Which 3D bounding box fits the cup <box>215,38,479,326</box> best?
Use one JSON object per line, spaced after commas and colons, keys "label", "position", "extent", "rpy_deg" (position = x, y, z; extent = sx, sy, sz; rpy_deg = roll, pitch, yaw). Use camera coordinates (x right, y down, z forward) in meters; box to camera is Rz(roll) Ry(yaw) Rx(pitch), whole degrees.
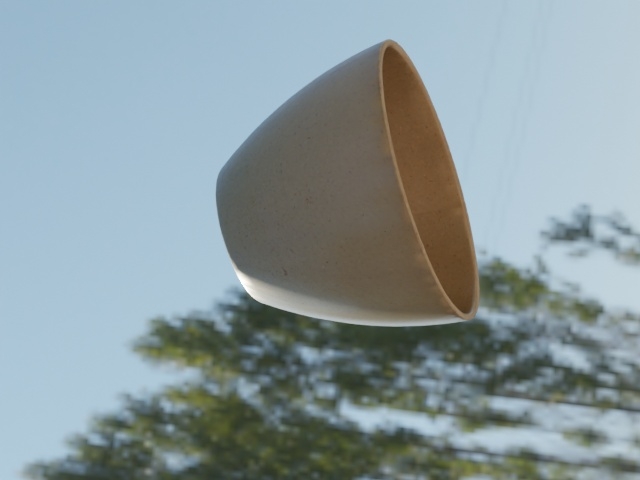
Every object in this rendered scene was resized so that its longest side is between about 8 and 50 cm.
{"label": "cup", "position": [0.020, -0.037, 1.863], "extent": [0.331, 0.237, 0.331], "rpy_deg": [-17, -90, -74]}
